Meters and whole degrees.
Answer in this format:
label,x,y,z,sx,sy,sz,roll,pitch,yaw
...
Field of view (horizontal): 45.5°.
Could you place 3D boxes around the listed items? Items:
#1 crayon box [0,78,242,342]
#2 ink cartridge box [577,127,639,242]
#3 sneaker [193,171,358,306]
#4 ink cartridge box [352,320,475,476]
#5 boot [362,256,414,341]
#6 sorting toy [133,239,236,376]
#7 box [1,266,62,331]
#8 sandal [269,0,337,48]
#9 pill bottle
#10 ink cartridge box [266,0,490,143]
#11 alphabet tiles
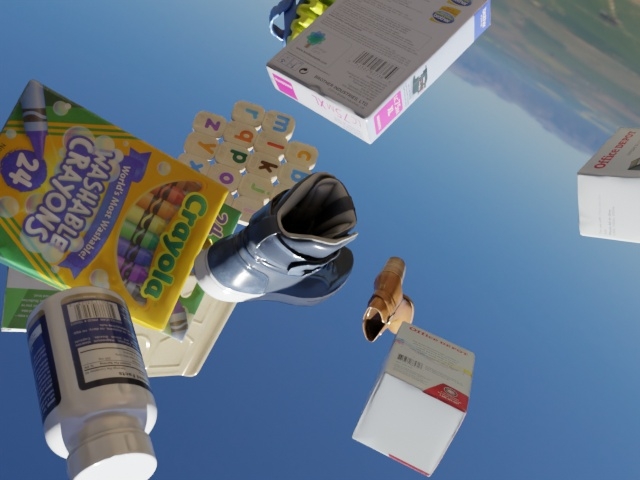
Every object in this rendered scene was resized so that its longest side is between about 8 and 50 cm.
label,x,y,z,sx,sy,sz,roll,pitch,yaw
crayon box,-0.258,-0.025,0.947,0.323,0.203,0.083,29,165,-24
ink cartridge box,0.428,-0.061,0.887,0.212,0.093,0.154,8,-148,40
sneaker,0.000,0.002,0.810,0.226,0.163,0.086,-3,-117,-51
ink cartridge box,0.143,0.229,1.138,0.128,0.127,0.176,25,-156,7
boot,0.126,0.147,1.491,0.073,0.197,0.152,5,-141,22
sorting toy,-0.237,0.094,1.219,0.229,0.307,0.041,10,-154,-46
box,-0.413,0.003,1.326,0.232,0.322,0.058,5,170,-12
sandal,-0.008,-0.485,1.446,0.126,0.317,0.138,25,-177,-44
pill bottle,-0.197,0.131,0.666,0.094,0.094,0.169,17,-145,-43
ink cartridge box,0.099,-0.287,1.056,0.186,0.311,0.065,35,164,29
alphabet tiles,-0.155,-0.166,1.623,0.278,0.284,0.021,17,153,-1
